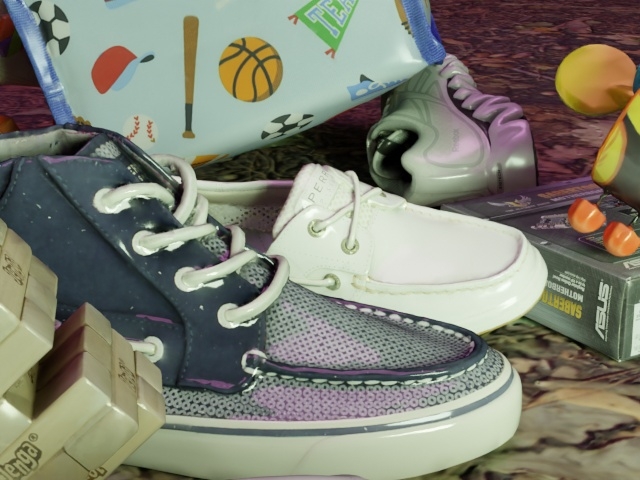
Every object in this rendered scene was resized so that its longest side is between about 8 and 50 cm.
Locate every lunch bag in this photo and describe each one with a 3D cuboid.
[{"bbox_3d":[-0.066,-0.213,1.172,0.328,0.238,0.385,-18,7,10],"label":"lunch bag"}]

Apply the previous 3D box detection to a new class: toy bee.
[{"bbox_3d":[0.216,-0.068,0.790,0.298,0.162,0.195,25,13,-45],"label":"toy bee"}]

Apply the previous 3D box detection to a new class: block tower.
[{"bbox_3d":[-0.208,-0.011,0.513,0.097,0.335,0.091,-43,20,5],"label":"block tower"}]

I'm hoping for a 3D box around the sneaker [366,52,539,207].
[{"bbox_3d":[0.090,-0.097,1.132,0.118,0.110,0.292,-13,19,-9],"label":"sneaker"}]

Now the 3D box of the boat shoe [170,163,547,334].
[{"bbox_3d":[0.000,0.000,0.796,0.277,0.096,0.098,2,37,19],"label":"boat shoe"}]

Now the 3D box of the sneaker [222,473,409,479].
[{"bbox_3d":[0.080,0.138,0.420,0.305,0.114,0.152,7,5,12],"label":"sneaker"}]

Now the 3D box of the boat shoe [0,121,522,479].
[{"bbox_3d":[-0.068,0.025,0.649,0.341,0.158,0.127,1,18,6],"label":"boat shoe"}]

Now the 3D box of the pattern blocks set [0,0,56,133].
[{"bbox_3d":[-0.274,-0.214,1.216,0.026,0.285,0.325,16,17,16],"label":"pattern blocks set"}]

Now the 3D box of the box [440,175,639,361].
[{"bbox_3d":[0.225,0.005,0.868,0.231,0.056,0.183,-11,21,-31],"label":"box"}]
